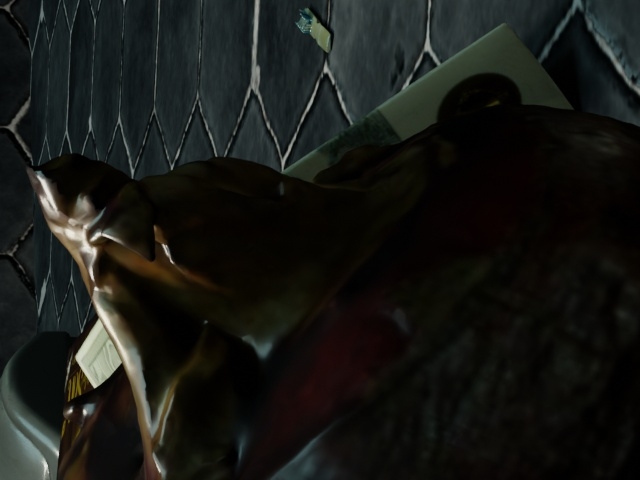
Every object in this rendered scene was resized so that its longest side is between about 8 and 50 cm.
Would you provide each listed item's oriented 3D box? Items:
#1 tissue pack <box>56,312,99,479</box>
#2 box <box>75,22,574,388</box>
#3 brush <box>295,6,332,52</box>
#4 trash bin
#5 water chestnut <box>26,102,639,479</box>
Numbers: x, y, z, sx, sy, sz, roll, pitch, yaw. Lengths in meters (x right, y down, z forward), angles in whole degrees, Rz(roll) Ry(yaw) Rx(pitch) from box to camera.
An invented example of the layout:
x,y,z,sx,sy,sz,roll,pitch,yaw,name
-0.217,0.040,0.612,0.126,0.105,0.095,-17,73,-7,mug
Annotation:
x,y,z,sx,sy,sz,roll,pitch,yaw,name
-0.054,0.120,1.345,0.370,0.210,0.198,137,141,-70,tissue pack
0.000,0.000,1.062,0.069,0.256,0.164,53,158,5,box
-0.005,-0.166,1.559,0.083,0.013,0.016,-124,41,-64,brush
-0.145,0.153,1.599,0.177,0.236,0.101,-114,28,-58,trash bin
0.020,0.081,0.762,0.335,0.347,0.335,-47,12,14,water chestnut
